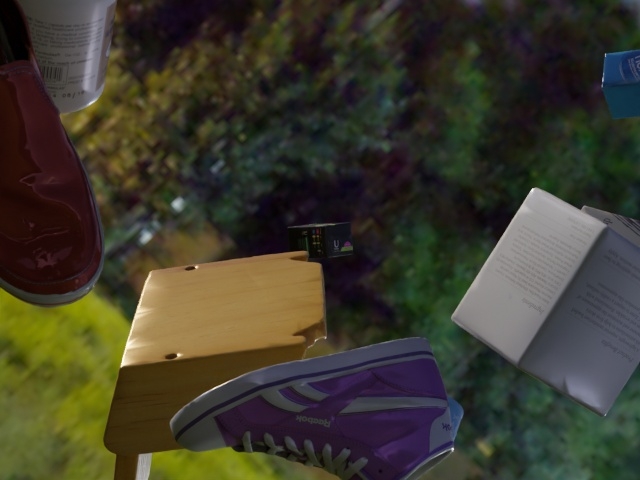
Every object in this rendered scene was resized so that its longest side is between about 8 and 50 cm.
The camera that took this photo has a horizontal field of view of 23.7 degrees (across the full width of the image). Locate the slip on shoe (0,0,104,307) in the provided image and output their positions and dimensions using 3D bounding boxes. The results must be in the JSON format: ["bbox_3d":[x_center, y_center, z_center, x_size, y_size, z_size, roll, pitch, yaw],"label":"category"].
[{"bbox_3d":[-0.258,-0.103,1.186,0.331,0.123,0.101,70,-20,-2],"label":"slip on shoe"}]

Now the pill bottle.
[{"bbox_3d":[-0.289,-0.265,1.677,0.131,0.131,0.229,42,-44,29],"label":"pill bottle"}]

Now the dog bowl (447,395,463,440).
[{"bbox_3d":[0.110,0.325,2.505,0.166,0.074,0.297,22,-31,-23],"label":"dog bowl"}]

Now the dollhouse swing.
[{"bbox_3d":[-0.133,0.224,1.978,0.347,0.315,0.305,-93,175,-73],"label":"dollhouse swing"}]

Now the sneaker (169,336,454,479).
[{"bbox_3d":[-0.004,0.205,1.540,0.102,0.282,0.161,79,-3,-70],"label":"sneaker"}]

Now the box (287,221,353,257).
[{"bbox_3d":[0.000,0.000,2.386,0.083,0.062,0.052,-2,-86,42],"label":"box"}]

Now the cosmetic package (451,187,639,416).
[{"bbox_3d":[0.279,0.068,1.717,0.151,0.184,0.151,31,3,-32],"label":"cosmetic package"}]

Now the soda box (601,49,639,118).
[{"bbox_3d":[0.498,-0.223,2.097,0.210,0.067,0.071,-5,-37,23],"label":"soda box"}]

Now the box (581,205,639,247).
[{"bbox_3d":[0.427,0.055,1.864,0.275,0.113,0.094,16,-48,22],"label":"box"}]
